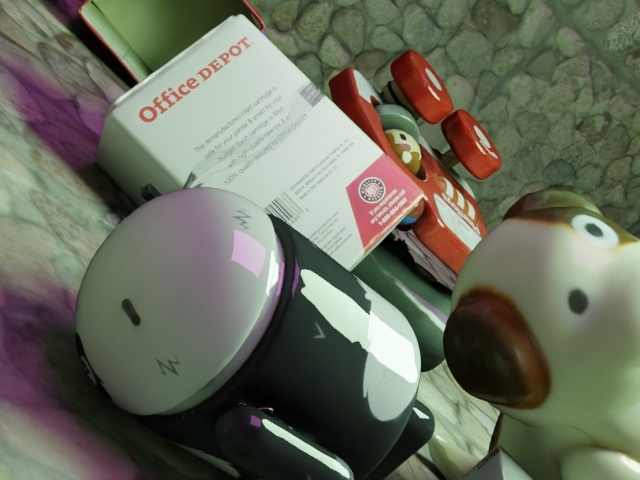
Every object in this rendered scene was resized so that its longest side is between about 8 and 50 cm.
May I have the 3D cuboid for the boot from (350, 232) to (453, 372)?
[{"bbox_3d":[0.000,-0.001,1.435,0.445,0.146,0.367,48,12,-5],"label":"boot"}]

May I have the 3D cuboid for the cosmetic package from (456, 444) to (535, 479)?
[{"bbox_3d":[0.191,0.304,0.967,0.238,0.127,0.107,42,10,-5],"label":"cosmetic package"}]

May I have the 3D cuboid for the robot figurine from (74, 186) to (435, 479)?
[{"bbox_3d":[-0.044,0.082,0.816,0.278,0.174,0.209,38,-23,-34],"label":"robot figurine"}]

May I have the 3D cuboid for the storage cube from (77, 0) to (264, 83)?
[{"bbox_3d":[-0.210,-0.324,1.632,0.184,0.215,0.193,50,7,-16],"label":"storage cube"}]

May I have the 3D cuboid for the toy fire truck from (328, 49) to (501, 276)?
[{"bbox_3d":[0.128,-0.082,1.484,0.302,0.169,0.254,42,22,-36],"label":"toy fire truck"}]

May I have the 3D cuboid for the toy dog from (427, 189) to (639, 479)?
[{"bbox_3d":[0.265,0.143,1.098,0.395,0.284,0.408,14,-40,41],"label":"toy dog"}]

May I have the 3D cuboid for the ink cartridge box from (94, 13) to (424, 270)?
[{"bbox_3d":[-0.065,-0.066,1.171,0.273,0.197,0.114,46,-29,3],"label":"ink cartridge box"}]

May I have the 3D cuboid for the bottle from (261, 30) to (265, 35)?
[{"bbox_3d":[-0.212,-0.344,1.869,0.283,0.118,0.092,28,-14,41],"label":"bottle"}]
